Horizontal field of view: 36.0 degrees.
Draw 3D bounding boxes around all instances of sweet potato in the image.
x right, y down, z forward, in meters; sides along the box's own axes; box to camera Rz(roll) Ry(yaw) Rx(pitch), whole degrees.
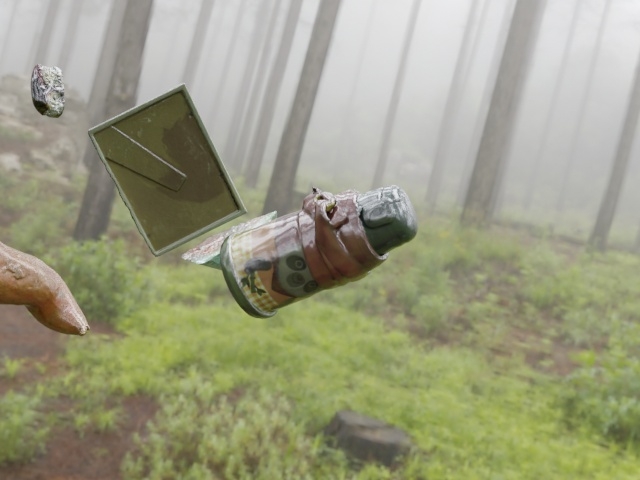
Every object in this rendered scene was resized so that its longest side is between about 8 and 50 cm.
[{"bbox_3d":[-0.278,0.020,0.814,0.202,0.058,0.055,40,-9,-27],"label":"sweet potato"}]

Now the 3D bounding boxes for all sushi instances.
[{"bbox_3d":[-0.418,-0.227,1.488,0.046,0.083,0.044,5,-21,-42],"label":"sushi"}]

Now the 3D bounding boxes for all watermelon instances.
[{"bbox_3d":[-0.138,0.009,1.591,0.180,0.081,0.094,-23,44,-28],"label":"watermelon"}]

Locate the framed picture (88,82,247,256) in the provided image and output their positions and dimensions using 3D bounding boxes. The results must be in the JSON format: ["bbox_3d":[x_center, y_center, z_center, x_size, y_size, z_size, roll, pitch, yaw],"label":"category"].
[{"bbox_3d":[-0.270,-0.122,1.755,0.192,0.265,0.018,-27,22,-6],"label":"framed picture"}]

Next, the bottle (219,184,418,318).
[{"bbox_3d":[0.000,0.000,1.361,0.271,0.143,0.156,-23,-16,18],"label":"bottle"}]
